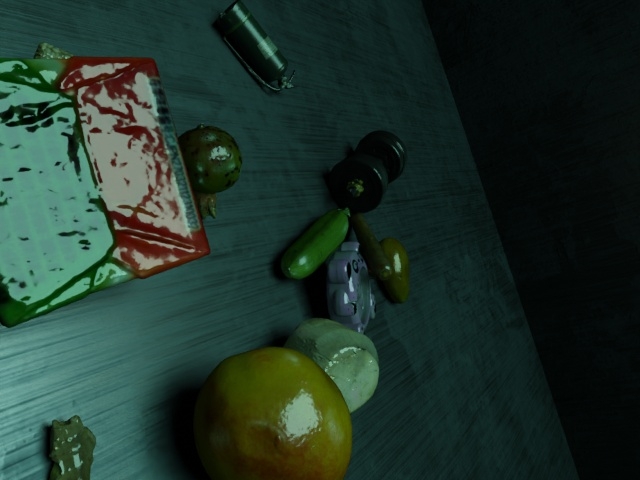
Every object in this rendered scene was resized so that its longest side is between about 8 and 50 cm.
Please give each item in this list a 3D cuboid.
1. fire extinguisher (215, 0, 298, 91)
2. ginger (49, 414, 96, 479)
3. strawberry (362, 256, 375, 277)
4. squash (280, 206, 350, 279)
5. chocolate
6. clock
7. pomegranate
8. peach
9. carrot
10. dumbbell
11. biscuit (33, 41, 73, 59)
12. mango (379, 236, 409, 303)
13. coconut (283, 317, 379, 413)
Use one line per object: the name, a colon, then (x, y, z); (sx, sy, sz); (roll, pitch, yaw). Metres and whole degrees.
fire extinguisher: (-0.167, -0.525, 1.482); (0.294, 0.093, 0.118); (47, 66, -30)
ginger: (-0.379, 0.354, 0.789); (0.069, 0.051, 0.174); (19, 57, -45)
strawberry: (0.146, 0.074, 1.612); (0.106, 0.106, 0.106); (29, 52, -44)
squash: (0.000, 0.000, 1.444); (0.101, 0.101, 0.379); (61, 34, -14)
chocolate: (-0.390, -0.089, 0.825); (0.341, 0.161, 0.360); (-20, 96, -44)
clock: (0.081, 0.143, 1.429); (0.227, 0.090, 0.248); (-52, 136, -64)
pomegranate: (-0.247, -0.150, 1.140); (0.159, 0.159, 0.205); (-15, 114, -56)
peach: (-0.080, 0.356, 0.976); (0.289, 0.289, 0.308); (0, 56, -54)
carrot: (0.142, 0.004, 1.580); (0.070, 0.070, 0.342); (42, 16, -34)
dumbbell: (0.160, -0.228, 1.706); (0.185, 0.185, 0.388); (60, 35, -15)
biscuit: (-0.481, -0.263, 0.934); (0.082, 0.070, 0.169); (11, 67, -40)
mango: (0.245, 0.101, 1.739); (0.136, 0.099, 0.228); (-24, 102, -62)
coconut: (0.007, 0.295, 1.217); (0.227, 0.230, 0.227); (-2, 93, -31)
